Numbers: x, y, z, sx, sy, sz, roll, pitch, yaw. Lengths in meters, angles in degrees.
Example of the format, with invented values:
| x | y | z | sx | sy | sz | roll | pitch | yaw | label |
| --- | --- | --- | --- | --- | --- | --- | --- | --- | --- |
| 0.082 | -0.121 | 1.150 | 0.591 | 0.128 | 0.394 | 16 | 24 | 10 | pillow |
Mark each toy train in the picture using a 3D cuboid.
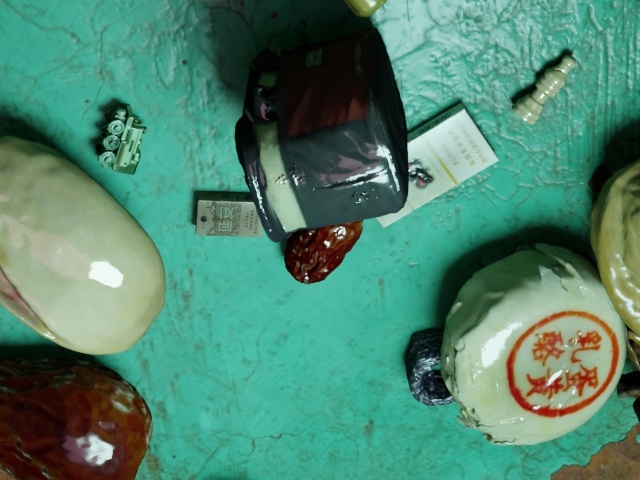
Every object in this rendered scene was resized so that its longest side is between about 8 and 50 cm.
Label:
| x | y | z | sx | sy | sz | roll | pitch | yaw | label |
| --- | --- | --- | --- | --- | --- | --- | --- | --- | --- |
| -0.232 | -0.119 | 1.732 | 0.053 | 0.033 | 0.083 | 11 | 122 | -20 | toy train |

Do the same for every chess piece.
| x | y | z | sx | sy | sz | roll | pitch | yaw | label |
| --- | --- | --- | --- | --- | --- | --- | --- | --- | --- |
| 0.269 | -0.182 | 1.750 | 0.035 | 0.035 | 0.092 | 29 | 113 | -24 | chess piece |

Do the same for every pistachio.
| x | y | z | sx | sy | sz | roll | pitch | yaw | label |
| --- | --- | --- | --- | --- | --- | --- | --- | --- | --- |
| -0.309 | 0.014 | 1.723 | 0.187 | 0.187 | 0.299 | -38 | 119 | 18 | pistachio |

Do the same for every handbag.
| x | y | z | sx | sy | sz | roll | pitch | yaw | label |
| --- | --- | --- | --- | --- | --- | --- | --- | --- | --- |
| -0.004 | -0.123 | 1.622 | 0.181 | 0.254 | 0.181 | -13 | 123 | 10 | handbag |

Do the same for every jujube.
| x | y | z | sx | sy | sz | roll | pitch | yaw | label |
| --- | --- | --- | --- | --- | --- | --- | --- | --- | --- |
| -0.344 | 0.236 | 1.882 | 0.255 | 0.190 | 0.190 | 13 | 122 | -7 | jujube |
| 0.000 | 0.000 | 1.822 | 0.077 | 0.077 | 0.129 | 20 | 131 | -19 | jujube |

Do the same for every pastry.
| x | y | z | sx | sy | sz | roll | pitch | yaw | label |
| --- | --- | --- | --- | --- | --- | --- | --- | --- | --- |
| 0.268 | 0.136 | 1.864 | 0.264 | 0.133 | 0.265 | -6 | 116 | -13 | pastry |

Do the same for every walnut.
| x | y | z | sx | sy | sz | roll | pitch | yaw | label |
| --- | --- | --- | --- | --- | --- | --- | --- | --- | --- |
| 0.439 | 0.007 | 1.782 | 0.257 | 0.224 | 0.257 | -2 | 98 | -18 | walnut |

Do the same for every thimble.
| x | y | z | sx | sy | sz | roll | pitch | yaw | label |
| --- | --- | --- | --- | --- | --- | --- | --- | --- | --- |
| 0.165 | 0.171 | 1.960 | 0.104 | 0.066 | 0.095 | 12 | 120 | -15 | thimble |

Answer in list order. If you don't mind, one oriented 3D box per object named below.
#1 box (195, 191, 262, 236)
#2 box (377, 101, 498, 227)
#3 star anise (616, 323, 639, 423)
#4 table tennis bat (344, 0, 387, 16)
| x | y | z | sx | sy | sz | roll | pitch | yaw | label |
| --- | --- | --- | --- | --- | --- | --- | --- | --- | --- |
| -0.111 | -0.032 | 1.811 | 0.083 | 0.024 | 0.053 | 0 | 124 | -9 | box |
| 0.124 | -0.091 | 1.799 | 0.167 | 0.024 | 0.090 | -31 | 123 | 13 | box |
| 0.489 | 0.170 | 1.985 | 0.214 | 0.099 | 0.220 | -16 | 111 | -17 | star anise |
| -0.038 | -0.360 | 1.580 | 0.198 | 0.050 | 0.321 | -37 | 117 | 19 | table tennis bat |
